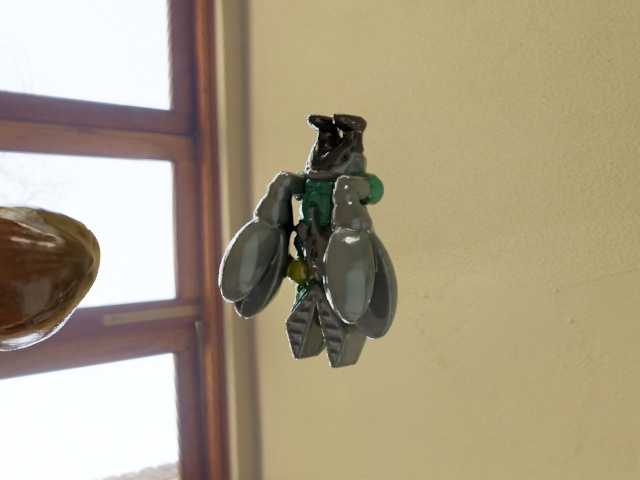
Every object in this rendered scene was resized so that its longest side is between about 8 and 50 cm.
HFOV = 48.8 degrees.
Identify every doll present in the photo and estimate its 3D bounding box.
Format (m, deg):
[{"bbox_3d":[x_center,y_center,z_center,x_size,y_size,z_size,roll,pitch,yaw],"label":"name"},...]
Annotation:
[{"bbox_3d":[-0.014,0.006,0.741,0.195,0.153,0.258,-31,-111,40],"label":"doll"}]

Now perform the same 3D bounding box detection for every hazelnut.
[{"bbox_3d":[-0.287,0.038,0.684,0.150,0.150,0.150,2,-87,46],"label":"hazelnut"}]
